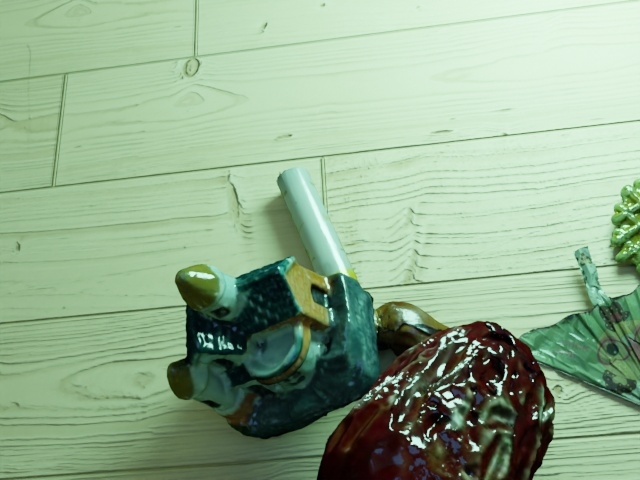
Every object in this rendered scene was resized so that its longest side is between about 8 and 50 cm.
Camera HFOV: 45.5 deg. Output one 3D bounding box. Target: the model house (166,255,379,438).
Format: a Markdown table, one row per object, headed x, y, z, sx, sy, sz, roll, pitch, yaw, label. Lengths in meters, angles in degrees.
| x | y | z | sx | sy | sz | roll | pitch | yaw | label |
| --- | --- | --- | --- | --- | --- | --- | --- | --- | --- |
| -0.097 | 0.126 | 1.012 | 0.253 | 0.291 | 0.184 | -23 | 52 | 26 | model house |

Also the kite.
| x | y | z | sx | sy | sz | roll | pitch | yaw | label |
| --- | --- | --- | --- | --- | --- | --- | --- | --- | --- |
| 0.435 | 0.128 | 1.100 | 0.323 | 0.013 | 0.267 | -26 | 69 | 4 | kite |

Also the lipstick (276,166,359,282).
| x | y | z | sx | sy | sz | roll | pitch | yaw | label |
| --- | --- | --- | --- | --- | --- | --- | --- | --- | --- |
| 0.000 | 0.000 | 1.209 | 0.059 | 0.059 | 0.264 | -22 | 64 | -2 | lipstick |

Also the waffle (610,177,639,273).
| x | y | z | sx | sy | sz | roll | pitch | yaw | label |
| --- | --- | --- | --- | --- | --- | --- | --- | --- | --- |
| 0.533 | -0.016 | 1.150 | 0.184 | 0.036 | 0.169 | 9 | 69 | 13 | waffle |

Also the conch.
| x | y | z | sx | sy | sz | roll | pitch | yaw | label |
| --- | --- | --- | --- | --- | --- | --- | --- | --- | --- |
| 0.140 | 0.134 | 1.110 | 0.233 | 0.080 | 0.086 | 13 | 47 | 17 | conch |

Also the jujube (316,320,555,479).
| x | y | z | sx | sy | sz | roll | pitch | yaw | label |
| --- | --- | --- | --- | --- | --- | --- | --- | --- | --- |
| 0.148 | 0.268 | 0.940 | 0.258 | 0.258 | 0.377 | 39 | 58 | 22 | jujube |
